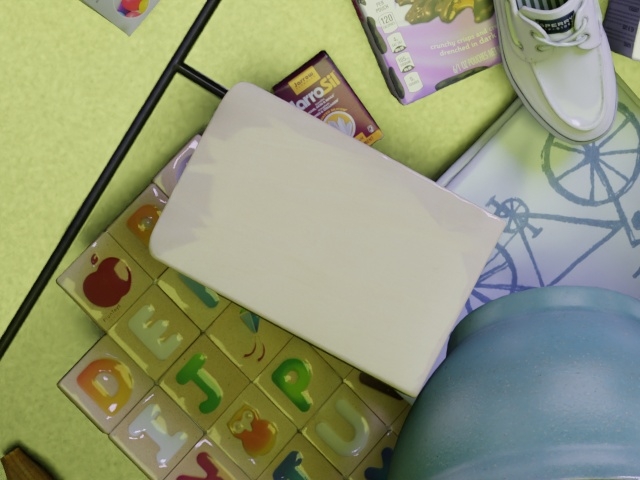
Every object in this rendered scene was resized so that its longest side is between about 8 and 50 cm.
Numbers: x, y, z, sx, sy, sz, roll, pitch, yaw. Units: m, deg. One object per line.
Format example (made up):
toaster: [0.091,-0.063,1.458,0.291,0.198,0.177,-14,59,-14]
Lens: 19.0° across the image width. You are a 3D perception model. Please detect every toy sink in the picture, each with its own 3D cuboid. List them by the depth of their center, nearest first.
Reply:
toy sink: [0.000,0.000,1.478,0.234,0.131,0.153,27,86,-3]

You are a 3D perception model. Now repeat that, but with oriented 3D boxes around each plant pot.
plant pot: [0.187,0.158,1.453,0.293,0.293,0.196,3,57,-5]

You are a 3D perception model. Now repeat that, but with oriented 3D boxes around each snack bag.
snack bag: [0.224,0.059,1.593,0.342,0.037,0.323,43,88,-11]

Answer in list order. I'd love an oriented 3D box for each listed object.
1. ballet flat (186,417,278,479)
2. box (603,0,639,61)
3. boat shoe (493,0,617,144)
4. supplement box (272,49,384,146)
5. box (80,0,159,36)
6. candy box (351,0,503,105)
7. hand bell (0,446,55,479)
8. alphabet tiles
ballet flat: [-0.021,0.302,1.600,0.139,0.139,0.400,-19,98,0]
box: [0.344,-0.180,1.535,0.203,0.114,0.103,11,100,-7]
boat shoe: [0.172,-0.174,1.472,0.083,0.076,0.226,-25,103,0]
supplement box: [0.006,-0.106,1.560,0.055,0.043,0.083,-36,100,5]
box: [-0.178,-0.266,1.478,0.186,0.038,0.145,33,110,-26]
candy box: [0.097,-0.232,1.528,0.165,0.070,0.196,-24,102,0]
hand bell: [-0.196,0.280,1.602,0.126,0.126,0.242,-34,90,3]
alphabet tiles: [-0.039,0.094,1.552,0.342,0.011,0.285,47,70,-11]
